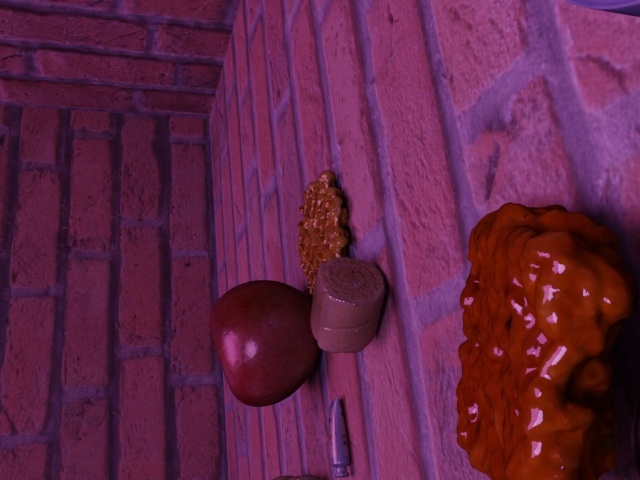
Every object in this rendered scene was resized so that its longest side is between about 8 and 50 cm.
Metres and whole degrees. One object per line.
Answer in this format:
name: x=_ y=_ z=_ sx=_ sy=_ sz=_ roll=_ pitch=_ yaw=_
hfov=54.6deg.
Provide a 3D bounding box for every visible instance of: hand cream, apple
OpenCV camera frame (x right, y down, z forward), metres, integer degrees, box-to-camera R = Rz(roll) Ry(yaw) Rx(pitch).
hand cream: x=0.038 y=0.440 z=1.386 sx=0.065 sy=0.043 sz=0.170 roll=115 pitch=152 yaw=-58
apple: x=-0.133 y=0.255 z=1.600 sx=0.345 sy=0.270 sz=0.344 roll=161 pitch=90 yaw=-79

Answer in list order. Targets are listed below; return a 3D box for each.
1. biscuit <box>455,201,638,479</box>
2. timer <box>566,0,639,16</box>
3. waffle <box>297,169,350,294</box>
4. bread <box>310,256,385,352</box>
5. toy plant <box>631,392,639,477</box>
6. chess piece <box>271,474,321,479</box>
biscuit: x=0.217 y=0.118 z=0.644 sx=0.318 sy=0.111 sz=0.312 roll=-92 pitch=5 yaw=-83
timer: x=0.292 y=-0.336 z=0.438 sx=0.395 sy=0.173 sz=0.394 roll=-179 pitch=90 yaw=-71
waffle: x=0.003 y=0.000 z=1.481 sx=0.307 sy=0.060 sz=0.311 roll=119 pitch=149 yaw=-56
bread: x=0.051 y=0.126 z=1.213 sx=0.148 sy=0.134 sz=0.141 roll=-95 pitch=11 yaw=-54
toy plant: x=0.302 y=0.123 z=0.430 sx=0.235 sy=0.176 sz=0.218 roll=-38 pitch=-55 yaw=-81
chess piece: x=-0.059 y=0.652 z=1.562 sx=0.243 sy=0.133 sz=0.133 roll=129 pitch=138 yaw=-56
